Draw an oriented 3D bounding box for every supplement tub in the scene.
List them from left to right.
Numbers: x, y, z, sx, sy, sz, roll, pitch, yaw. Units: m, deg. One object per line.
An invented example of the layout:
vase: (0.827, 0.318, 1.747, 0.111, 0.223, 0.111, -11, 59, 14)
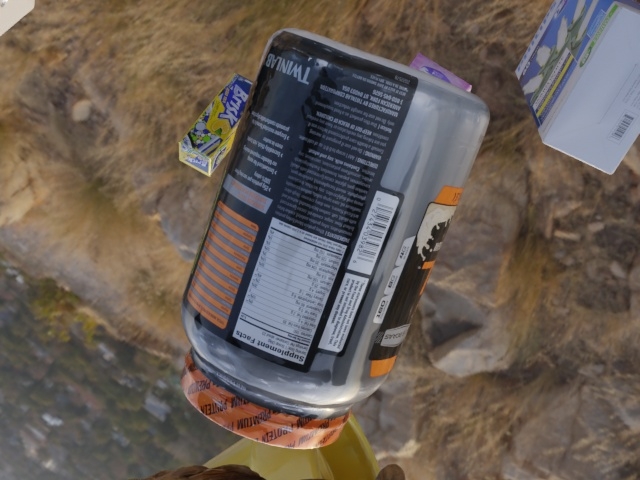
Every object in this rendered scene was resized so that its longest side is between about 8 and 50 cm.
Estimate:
supplement tub: (0.000, 0.000, 0.672, 0.194, 0.194, 0.315, 24, 103, 16)

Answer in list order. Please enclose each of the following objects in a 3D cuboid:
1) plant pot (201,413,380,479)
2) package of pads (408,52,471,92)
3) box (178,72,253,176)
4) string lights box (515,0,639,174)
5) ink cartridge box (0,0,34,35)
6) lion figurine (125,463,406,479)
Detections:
plant pot: (-0.058, 0.343, 0.981, 0.239, 0.254, 0.254, -23, 121, 14)
package of pads: (0.145, -0.195, 1.013, 0.083, 0.050, 0.032, 34, 172, 7)
box: (-0.156, -0.186, 1.267, 0.059, 0.168, 0.054, 29, 151, 5)
string lights box: (0.272, -0.180, 0.798, 0.077, 0.259, 0.133, 24, 116, -4)
ink cartridge box: (-0.481, -0.390, 0.999, 0.237, 0.100, 0.172, 34, 144, -1)
lion figurine: (-0.012, 0.222, 0.436, 0.240, 0.142, 0.392, 3, 180, -27)
